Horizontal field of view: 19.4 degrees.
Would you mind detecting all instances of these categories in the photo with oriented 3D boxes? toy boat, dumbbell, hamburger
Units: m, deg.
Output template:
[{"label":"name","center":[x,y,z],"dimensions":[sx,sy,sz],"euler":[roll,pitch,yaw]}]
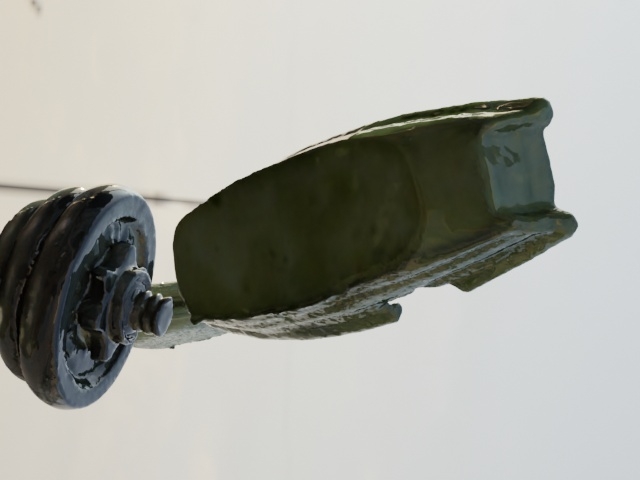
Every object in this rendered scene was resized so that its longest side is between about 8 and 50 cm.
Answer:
[{"label":"toy boat","center":[0.000,0.000,0.881],"dimensions":[0.293,0.055,0.093],"euler":[-19,-101,53]},{"label":"dumbbell","center":[-0.302,0.005,1.446],"dimensions":[0.179,0.406,0.179],"euler":[16,90,-74]},{"label":"hamburger","center":[-0.120,0.058,1.557],"dimensions":[0.121,0.084,0.054],"euler":[-7,-102,29]}]
